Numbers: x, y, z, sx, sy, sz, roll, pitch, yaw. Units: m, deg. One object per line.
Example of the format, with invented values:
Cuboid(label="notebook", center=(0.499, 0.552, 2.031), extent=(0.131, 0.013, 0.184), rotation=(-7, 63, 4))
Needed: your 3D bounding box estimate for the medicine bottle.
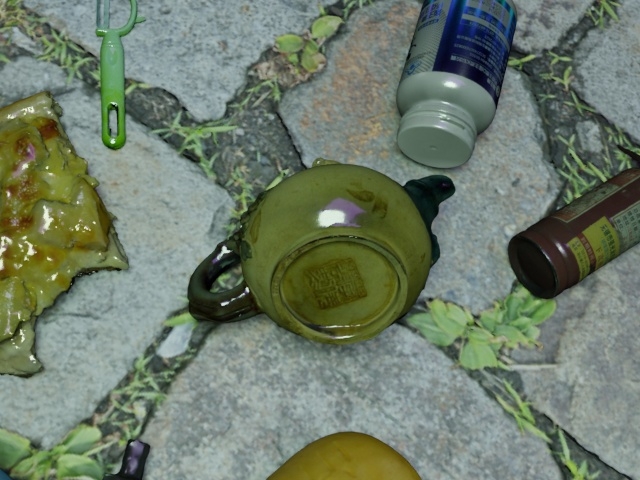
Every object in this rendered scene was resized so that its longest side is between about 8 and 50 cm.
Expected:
Cuboid(label="medicine bottle", center=(0.142, -0.178, 0.901), extent=(0.107, 0.107, 0.191), rotation=(18, 67, -1))

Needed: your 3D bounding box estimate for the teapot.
Cuboid(label="teapot", center=(0.000, 0.000, 0.797), extent=(0.270, 0.173, 0.182), rotation=(-19, 33, 10))

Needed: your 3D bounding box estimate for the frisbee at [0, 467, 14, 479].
Cuboid(label="frisbee", center=(-0.306, 0.265, 0.544), extent=(0.290, 0.049, 0.289), rotation=(19, 57, -32))

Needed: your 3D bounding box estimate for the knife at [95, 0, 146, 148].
Cuboid(label="knife", center=(-0.215, -0.192, 0.906), extent=(0.054, 0.015, 0.212), rotation=(1, 67, -16))

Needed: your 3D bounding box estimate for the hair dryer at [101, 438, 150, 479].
Cuboid(label="hair dryer", center=(-0.263, 0.307, 0.676), extent=(0.321, 0.155, 0.284), rotation=(14, 46, -16))

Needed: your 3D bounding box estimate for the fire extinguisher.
Cuboid(label="fire extinguisher", center=(0.306, -0.043, 0.887), extent=(0.252, 0.075, 0.106), rotation=(-30, 75, -18))

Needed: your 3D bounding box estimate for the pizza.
Cuboid(label="pizza", center=(-0.307, 0.003, 0.778), extent=(0.223, 0.089, 0.323), rotation=(33, 68, 9))

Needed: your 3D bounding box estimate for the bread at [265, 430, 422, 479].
Cuboid(label="bread", center=(-0.038, 0.266, 0.664), extent=(0.305, 0.091, 0.142), rotation=(-30, 56, -35))
